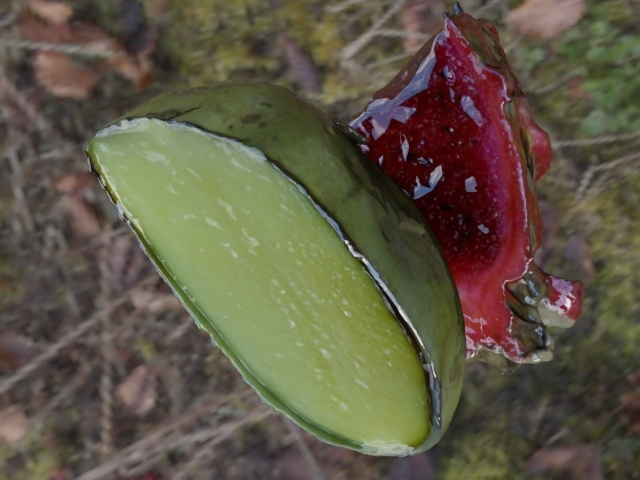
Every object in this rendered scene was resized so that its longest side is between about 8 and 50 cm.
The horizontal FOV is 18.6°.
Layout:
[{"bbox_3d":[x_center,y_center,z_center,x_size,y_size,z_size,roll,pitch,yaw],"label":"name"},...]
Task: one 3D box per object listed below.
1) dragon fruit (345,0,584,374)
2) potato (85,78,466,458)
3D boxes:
[{"bbox_3d":[0.082,-0.006,1.256,0.262,0.134,0.211,-41,81,35],"label":"dragon fruit"},{"bbox_3d":[0.000,0.000,1.119,0.160,0.111,0.272,-9,126,43],"label":"potato"}]
